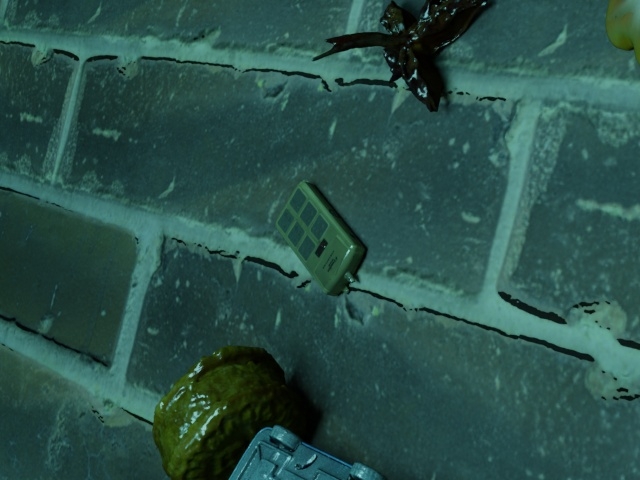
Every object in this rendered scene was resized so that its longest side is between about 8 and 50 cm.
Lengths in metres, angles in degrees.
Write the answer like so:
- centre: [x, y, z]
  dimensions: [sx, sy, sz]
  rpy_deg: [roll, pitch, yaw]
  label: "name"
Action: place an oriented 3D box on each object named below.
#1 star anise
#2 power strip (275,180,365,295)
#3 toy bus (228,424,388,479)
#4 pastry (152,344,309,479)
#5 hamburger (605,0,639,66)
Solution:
- centre: [0.083, -0.238, 1.535]
  dimensions: [0.158, 0.144, 0.140]
  rpy_deg: [21, 88, 51]
  label: "star anise"
- centre: [0.000, 0.000, 1.651]
  dimensions: [0.076, 0.028, 0.169]
  rpy_deg: [-59, 43, 20]
  label: "power strip"
- centre: [0.011, 0.298, 1.469]
  dimensions: [0.246, 0.134, 0.113]
  rpy_deg: [15, 70, 49]
  label: "toy bus"
- centre: [-0.105, 0.222, 1.599]
  dimensions: [0.103, 0.188, 0.189]
  rpy_deg: [48, 117, 41]
  label: "pastry"
- centre: [0.352, -0.296, 1.194]
  dimensions: [0.303, 0.186, 0.261]
  rpy_deg: [-57, 44, 8]
  label: "hamburger"
